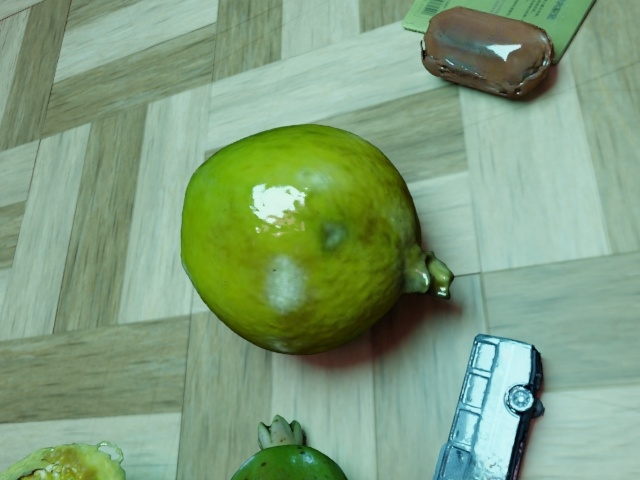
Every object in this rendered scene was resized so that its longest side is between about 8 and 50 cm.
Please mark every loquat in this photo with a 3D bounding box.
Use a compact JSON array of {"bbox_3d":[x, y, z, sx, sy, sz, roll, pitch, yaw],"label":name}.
[{"bbox_3d":[0.000,0.000,0.512,0.246,0.213,0.213,17,77,20],"label":"loquat"}]

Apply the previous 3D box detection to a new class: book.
[{"bbox_3d":[0.209,-0.287,0.631,0.192,0.013,0.167,29,84,33],"label":"book"}]

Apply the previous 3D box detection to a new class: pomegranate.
[{"bbox_3d":[-0.029,0.214,0.489,0.115,0.114,0.142,-34,34,11],"label":"pomegranate"}]

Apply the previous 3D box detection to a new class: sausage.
[{"bbox_3d":[0.167,-0.191,0.578,0.141,0.076,0.076,27,83,34],"label":"sausage"}]

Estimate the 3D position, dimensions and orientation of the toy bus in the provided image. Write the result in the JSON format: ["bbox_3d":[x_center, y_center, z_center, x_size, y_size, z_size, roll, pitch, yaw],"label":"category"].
[{"bbox_3d":[0.136,0.161,0.460,0.065,0.047,0.165,9,72,34],"label":"toy bus"}]

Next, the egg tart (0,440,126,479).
[{"bbox_3d":[-0.241,0.327,0.549,0.291,0.107,0.290,-8,71,24],"label":"egg tart"}]
